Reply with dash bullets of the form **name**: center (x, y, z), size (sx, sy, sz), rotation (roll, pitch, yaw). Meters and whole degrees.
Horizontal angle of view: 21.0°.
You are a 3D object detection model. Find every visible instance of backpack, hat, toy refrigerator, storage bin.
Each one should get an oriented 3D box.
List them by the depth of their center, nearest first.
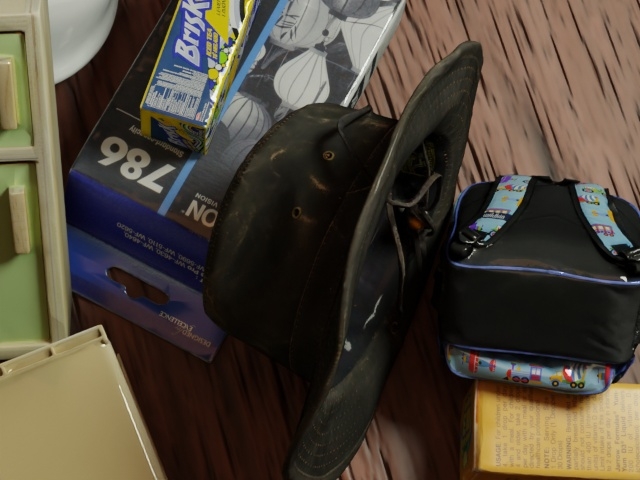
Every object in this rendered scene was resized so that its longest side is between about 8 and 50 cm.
- **storage bin**: center (-0.216, 0.233, 1.200), size (0.260, 0.123, 0.262), rotation (-21, 76, -9)
- **hat**: center (0.000, 0.000, 1.202), size (0.134, 0.331, 0.331), rotation (21, 73, 11)
- **toy refrigerator**: center (-0.235, -0.047, 1.213), size (0.102, 0.270, 0.094), rotation (-2, 30, -5)
- **backpack**: center (0.165, 0.022, 1.283), size (0.158, 0.173, 0.117), rotation (6, 115, 6)

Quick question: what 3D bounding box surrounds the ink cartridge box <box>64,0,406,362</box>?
- **ink cartridge box**: center (-0.076, -0.088, 1.340), size (0.165, 0.065, 0.333), rotation (26, 74, 4)

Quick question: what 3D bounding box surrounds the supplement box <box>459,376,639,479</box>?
- **supplement box**: center (0.223, 0.147, 1.278), size (0.233, 0.078, 0.080), rotation (1, 73, -4)

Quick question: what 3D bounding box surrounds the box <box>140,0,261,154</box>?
- **box**: center (-0.084, -0.155, 1.296), size (0.054, 0.059, 0.169), rotation (18, 72, 1)

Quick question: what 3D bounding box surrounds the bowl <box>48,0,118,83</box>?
- **bowl**: center (-0.257, -0.263, 1.275), size (0.298, 0.134, 0.298), rotation (19, 51, -26)
